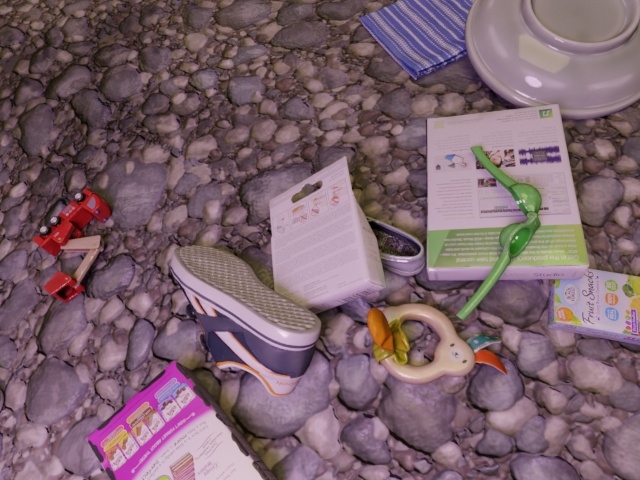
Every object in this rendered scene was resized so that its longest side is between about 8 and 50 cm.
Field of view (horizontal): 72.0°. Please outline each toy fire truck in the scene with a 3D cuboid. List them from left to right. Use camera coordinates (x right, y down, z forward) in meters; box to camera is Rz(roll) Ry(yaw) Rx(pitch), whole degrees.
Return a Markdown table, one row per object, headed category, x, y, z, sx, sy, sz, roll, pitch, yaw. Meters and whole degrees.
| category | x | y | z | sx | sy | sz | roll | pitch | yaw |
| --- | --- | --- | --- | --- | --- | --- | --- | --- | --- |
| toy fire truck | -0.453 | 0.004 | 0.821 | 0.135 | 0.047 | 0.192 | 30 | 69 | 19 |

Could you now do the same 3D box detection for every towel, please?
| category | x | y | z | sx | sy | sz | roll | pitch | yaw |
| --- | --- | --- | --- | --- | --- | --- | --- | --- | --- |
| towel | 0.293 | -0.514 | 1.009 | 0.336 | 0.040 | 0.243 | -28 | 63 | -8 |

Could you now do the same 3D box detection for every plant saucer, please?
| category | x | y | z | sx | sy | sz | roll | pitch | yaw |
| --- | --- | --- | --- | --- | --- | --- | --- | --- | --- |
| plant saucer | 0.501 | -0.436 | 0.881 | 0.401 | 0.100 | 0.400 | -1 | 71 | 4 |

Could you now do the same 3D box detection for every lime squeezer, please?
| category | x | y | z | sx | sy | sz | roll | pitch | yaw |
| --- | --- | --- | --- | --- | --- | --- | --- | --- | --- |
| lime squeezer | 0.274 | -0.028 | 0.668 | 0.110 | 0.059 | 0.310 | 4 | 65 | 20 |

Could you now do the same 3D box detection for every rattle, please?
| category | x | y | z | sx | sy | sz | roll | pitch | yaw |
| --- | --- | --- | --- | --- | --- | --- | --- | --- | --- |
| rattle | 0.175 | 0.138 | 0.634 | 0.200 | 0.142 | 0.130 | 12 | 46 | 19 |

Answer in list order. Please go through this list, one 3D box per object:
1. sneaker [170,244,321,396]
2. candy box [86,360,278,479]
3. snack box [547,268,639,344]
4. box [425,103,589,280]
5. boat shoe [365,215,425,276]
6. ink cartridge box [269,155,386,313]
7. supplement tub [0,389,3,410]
| category | x | y | z | sx | sy | sz | roll | pitch | yaw |
| --- | --- | --- | --- | --- | --- | --- | --- | --- | --- |
| sneaker | -0.139 | 0.115 | 0.682 | 0.126 | 0.127 | 0.321 | -4 | 25 | -44 |
| candy box | -0.190 | 0.312 | 0.619 | 0.159 | 0.071 | 0.233 | -41 | 65 | -15 |
| snack box | 0.431 | 0.097 | 0.678 | 0.141 | 0.037 | 0.100 | 10 | 63 | 13 |
| box | 0.300 | -0.086 | 0.758 | 0.233 | 0.058 | 0.321 | -2 | 61 | 17 |
| boat shoe | 0.073 | -0.013 | 0.751 | 0.228 | 0.081 | 0.079 | 23 | 68 | 16 |
| ink cartridge box | 0.000 | 0.000 | 0.724 | 0.181 | 0.056 | 0.224 | -25 | 56 | 30 |
| supplement tub | -0.554 | 0.247 | 0.673 | 0.071 | 0.107 | 0.071 | -2 | 63 | 5 |
